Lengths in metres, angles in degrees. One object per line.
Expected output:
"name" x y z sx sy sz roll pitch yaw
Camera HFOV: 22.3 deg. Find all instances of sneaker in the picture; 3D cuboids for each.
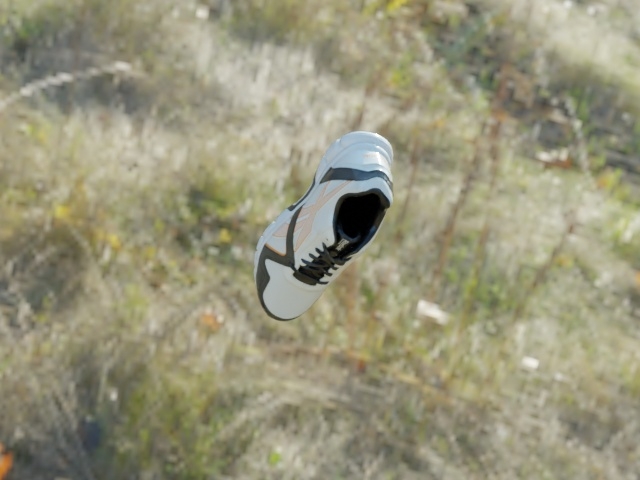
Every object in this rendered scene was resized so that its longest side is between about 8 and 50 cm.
"sneaker" 0.000 0.000 0.765 0.040 0.109 0.044 17 34 -21
